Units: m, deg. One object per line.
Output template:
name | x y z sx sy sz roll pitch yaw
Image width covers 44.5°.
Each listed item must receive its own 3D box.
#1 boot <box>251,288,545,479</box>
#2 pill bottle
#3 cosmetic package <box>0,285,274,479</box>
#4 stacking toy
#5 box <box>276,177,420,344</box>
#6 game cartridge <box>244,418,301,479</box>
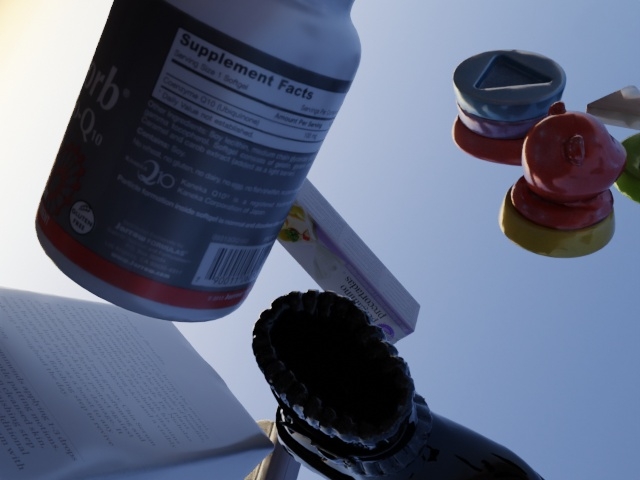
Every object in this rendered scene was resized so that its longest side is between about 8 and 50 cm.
boot | 0.092 0.197 0.780 0.260 0.348 0.131 91 23 -57
pill bottle | -0.091 -0.129 0.677 0.363 0.210 0.210 -63 -155 18
cosmetic package | -0.251 0.177 0.729 0.161 0.453 0.230 -48 -112 7
stacking toy | 0.303 -0.140 0.878 0.279 0.130 0.309 -11 -140 -7
box | 0.000 0.000 0.986 0.063 0.324 0.067 -34 -164 30
game cartridge | -0.117 0.419 1.390 0.294 0.060 0.196 -35 -150 60
